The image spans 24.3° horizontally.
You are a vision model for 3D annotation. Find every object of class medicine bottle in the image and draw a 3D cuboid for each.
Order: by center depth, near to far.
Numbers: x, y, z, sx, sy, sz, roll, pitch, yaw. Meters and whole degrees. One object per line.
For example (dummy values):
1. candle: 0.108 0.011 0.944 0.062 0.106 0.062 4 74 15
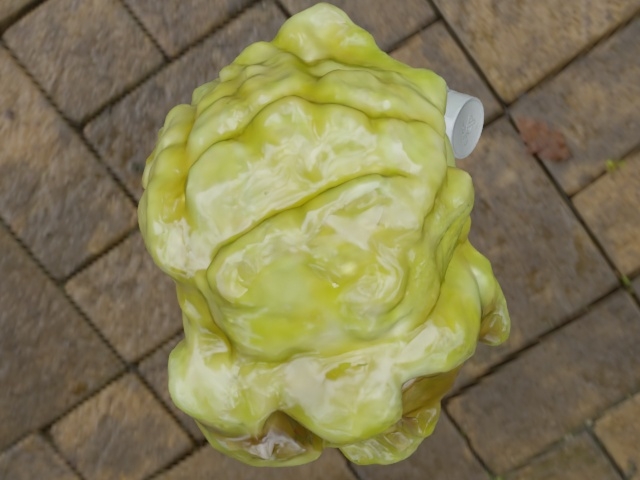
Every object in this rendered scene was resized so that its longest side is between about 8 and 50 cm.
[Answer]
1. medicine bottle: 0.097 -0.131 1.535 0.130 0.080 0.080 20 114 32

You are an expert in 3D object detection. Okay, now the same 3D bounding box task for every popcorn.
1. popcorn: 0.000 0.000 0.828 0.195 0.256 0.254 -8 80 -5
